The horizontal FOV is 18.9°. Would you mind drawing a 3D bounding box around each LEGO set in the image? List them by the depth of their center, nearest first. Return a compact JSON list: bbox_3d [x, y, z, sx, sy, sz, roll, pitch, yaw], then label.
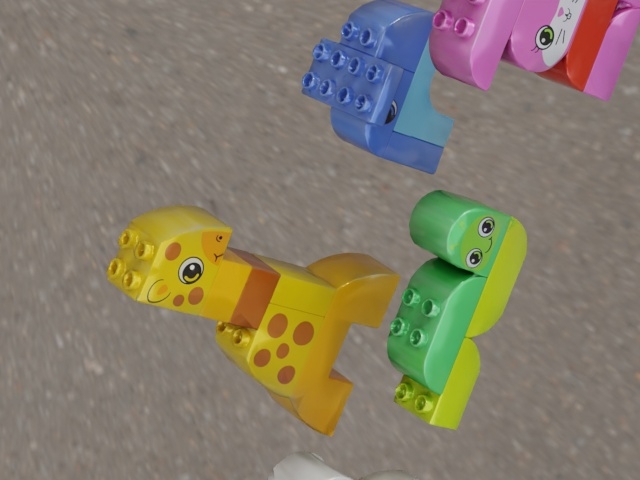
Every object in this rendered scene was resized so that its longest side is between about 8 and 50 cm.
[{"bbox_3d":[0.000,0.000,0.560,0.093,0.087,0.227,16,98,-39],"label":"LEGO set"}]
